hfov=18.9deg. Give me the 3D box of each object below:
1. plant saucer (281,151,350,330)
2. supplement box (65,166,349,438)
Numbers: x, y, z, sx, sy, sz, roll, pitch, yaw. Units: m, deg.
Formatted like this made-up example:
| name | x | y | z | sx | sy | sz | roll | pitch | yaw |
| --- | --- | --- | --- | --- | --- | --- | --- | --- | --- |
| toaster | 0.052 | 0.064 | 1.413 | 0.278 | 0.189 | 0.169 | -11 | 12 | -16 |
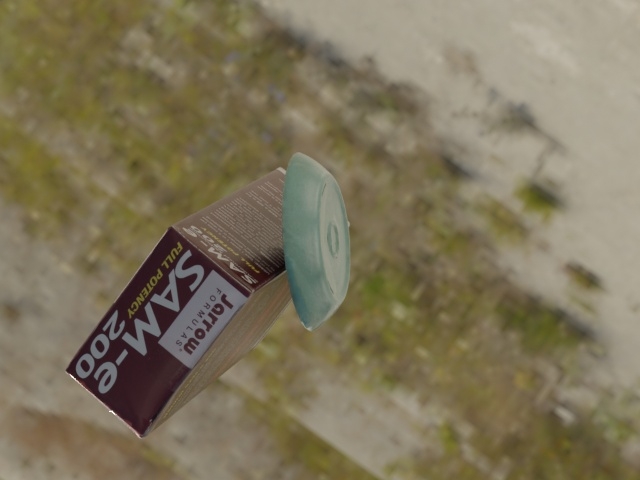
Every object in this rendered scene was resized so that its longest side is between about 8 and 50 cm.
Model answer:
| name | x | y | z | sx | sy | sz | roll | pitch | yaw |
| --- | --- | --- | --- | --- | --- | --- | --- | --- | --- |
| plant saucer | 0.000 | 0.000 | 1.270 | 0.021 | 0.119 | 0.119 | -5 | 152 | 14 |
| supplement box | -0.071 | 0.036 | 1.318 | 0.073 | 0.130 | 0.239 | 39 | -162 | 5 |
